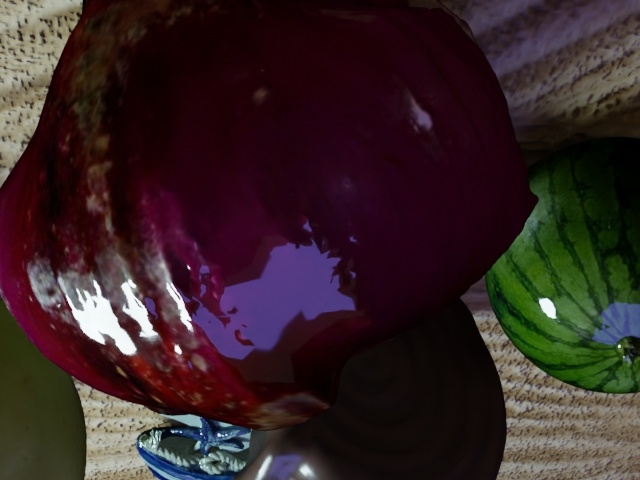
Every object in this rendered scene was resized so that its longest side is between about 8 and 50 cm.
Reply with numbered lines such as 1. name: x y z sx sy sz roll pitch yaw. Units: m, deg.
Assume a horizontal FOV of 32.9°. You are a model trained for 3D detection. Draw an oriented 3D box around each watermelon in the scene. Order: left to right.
1. watermelon: 0.274 0.022 1.017 0.242 0.242 0.242 -5 144 -3

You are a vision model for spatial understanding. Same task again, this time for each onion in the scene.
1. onion: -0.081 -0.094 0.751 0.398 0.398 0.420 -21 115 18

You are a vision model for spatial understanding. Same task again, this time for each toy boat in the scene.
1. toy boat: -0.133 0.238 1.394 0.210 0.070 0.291 -7 140 -9

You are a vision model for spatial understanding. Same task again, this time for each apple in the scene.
1. apple: -0.408 0.201 1.072 0.357 0.357 0.357 -5 144 -3

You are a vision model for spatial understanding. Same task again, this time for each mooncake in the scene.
1. mooncake: 0.032 0.160 1.112 0.334 0.326 0.174 32 141 4
